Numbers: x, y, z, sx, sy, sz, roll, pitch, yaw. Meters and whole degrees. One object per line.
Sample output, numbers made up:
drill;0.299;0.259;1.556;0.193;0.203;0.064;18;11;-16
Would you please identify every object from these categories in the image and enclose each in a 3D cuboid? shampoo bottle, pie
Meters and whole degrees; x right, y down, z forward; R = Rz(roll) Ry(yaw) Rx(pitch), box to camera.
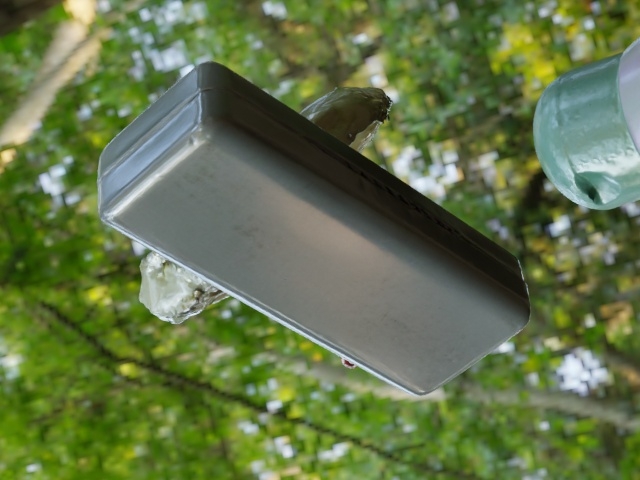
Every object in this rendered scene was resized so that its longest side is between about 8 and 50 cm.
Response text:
shampoo bottle;0.366;-0.133;1.719;0.222;0.350;0.151;44;-138;-36
pie;-0.028;-0.028;1.193;0.052;0.218;0.185;49;-143;9

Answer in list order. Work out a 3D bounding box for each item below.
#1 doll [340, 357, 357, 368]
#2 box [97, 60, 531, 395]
doll;0.071;0.058;1.857;0.142;0.245;0.076;26;-131;-1
box;0.000;0.000;0.981;0.244;0.103;0.055;31;-144;-32
